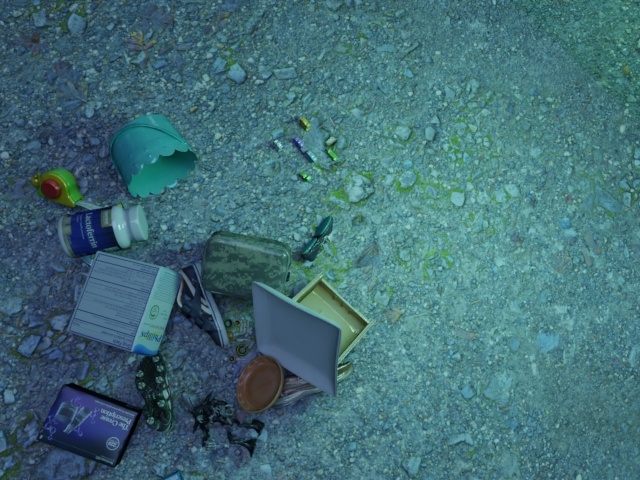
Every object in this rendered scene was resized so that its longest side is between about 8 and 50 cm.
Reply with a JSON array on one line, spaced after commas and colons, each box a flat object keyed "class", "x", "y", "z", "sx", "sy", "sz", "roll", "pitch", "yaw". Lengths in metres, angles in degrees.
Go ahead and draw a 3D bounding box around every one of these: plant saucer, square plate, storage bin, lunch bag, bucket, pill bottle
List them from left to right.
[{"class": "pill bottle", "x": -0.740, "y": -0.037, "z": 1.794, "sx": 0.264, "sy": 0.153, "sz": 0.153, "roll": -12, "pitch": 79, "yaw": -6}, {"class": "bucket", "x": -0.604, "y": -0.305, "z": 1.870, "sx": 0.281, "sy": 0.281, "sz": 0.183, "roll": -32, "pitch": 80, "yaw": -15}, {"class": "lunch bag", "x": -0.251, "y": 0.078, "z": 1.838, "sx": 0.305, "sy": 0.256, "sz": 0.213, "roll": 9, "pitch": 102, "yaw": -5}, {"class": "plant saucer", "x": -0.204, "y": 0.498, "z": 1.804, "sx": 0.037, "sy": 0.200, "sz": 0.200, "roll": 43, "pitch": 68, "yaw": -44}, {"class": "square plate", "x": -0.074, "y": 0.317, "z": 1.711, "sx": 0.347, "sy": 0.344, "sz": 0.049, "roll": 25, "pitch": 44, "yaw": 26}, {"class": "storage bin", "x": 0.019, "y": 0.286, "z": 1.852, "sx": 0.262, "sy": 0.123, "sz": 0.260, "roll": 42, "pitch": 53, "yaw": 10}]

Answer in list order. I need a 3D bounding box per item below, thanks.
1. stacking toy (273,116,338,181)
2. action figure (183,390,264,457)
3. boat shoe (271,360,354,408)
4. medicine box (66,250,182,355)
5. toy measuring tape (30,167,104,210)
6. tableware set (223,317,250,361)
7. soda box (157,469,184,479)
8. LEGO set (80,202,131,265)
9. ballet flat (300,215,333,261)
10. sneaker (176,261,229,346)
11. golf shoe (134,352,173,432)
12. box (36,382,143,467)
[{"class": "stacking toy", "x": -0.060, "y": -0.360, "z": 2.076, "sx": 0.167, "sy": 0.052, "sz": 0.221, "roll": -41, "pitch": 87, "yaw": -15}, {"class": "action figure", "x": -0.332, "y": 0.616, "z": 1.756, "sx": 0.275, "sy": 0.141, "sz": 0.164, "roll": 24, "pitch": 86, "yaw": -5}, {"class": "boat shoe", "x": -0.038, "y": 0.484, "z": 1.846, "sx": 0.324, "sy": 0.123, "sz": 0.116, "roll": -18, "pitch": 78, "yaw": -15}, {"class": "medicine box", "x": -0.649, "y": 0.209, "z": 1.746, "sx": 0.263, "sy": 0.149, "sz": 0.289, "roll": 12, "pitch": 78, "yaw": 18}, {"class": "toy measuring tape", "x": -0.873, "y": -0.181, "z": 1.855, "sx": 0.330, "sy": 0.121, "sz": 0.121, "roll": 17, "pitch": 75, "yaw": 2}, {"class": "tableware set", "x": -0.307, "y": 0.358, "z": 1.880, "sx": 0.104, "sy": 0.024, "sz": 0.154, "roll": 3, "pitch": 77, "yaw": -8}, {"class": "soda box", "x": -0.549, "y": 0.832, "z": 1.702, "sx": 0.210, "sy": 0.071, "sz": 0.067, "roll": -22, "pitch": 81, "yaw": -13}, {"class": "LEGO set", "x": -0.763, "y": -0.019, "z": 1.879, "sx": 0.182, "sy": 0.060, "sz": 0.244, "roll": 38, "pitch": 73, "yaw": -3}, {"class": "ballet flat", "x": 0.000, "y": 0.000, "z": 1.998, "sx": 0.074, "sy": 0.074, "sz": 0.203, "roll": 35, "pitch": 68, "yaw": 0}, {"class": "sneaker", "x": -0.427, "y": 0.241, "z": 1.838, "sx": 0.127, "sy": 0.126, "sz": 0.321, "roll": -21, "pitch": 70, "yaw": -18}, {"class": "golf shoe", "x": -0.557, "y": 0.516, "z": 1.768, "sx": 0.105, "sy": 0.120, "sz": 0.273, "roll": -14, "pitch": 57, "yaw": -6}, {"class": "box", "x": -0.749, "y": 0.602, "z": 1.712, "sx": 0.261, "sy": 0.103, "sz": 0.184, "roll": 22, "pitch": 77, "yaw": -4}]
